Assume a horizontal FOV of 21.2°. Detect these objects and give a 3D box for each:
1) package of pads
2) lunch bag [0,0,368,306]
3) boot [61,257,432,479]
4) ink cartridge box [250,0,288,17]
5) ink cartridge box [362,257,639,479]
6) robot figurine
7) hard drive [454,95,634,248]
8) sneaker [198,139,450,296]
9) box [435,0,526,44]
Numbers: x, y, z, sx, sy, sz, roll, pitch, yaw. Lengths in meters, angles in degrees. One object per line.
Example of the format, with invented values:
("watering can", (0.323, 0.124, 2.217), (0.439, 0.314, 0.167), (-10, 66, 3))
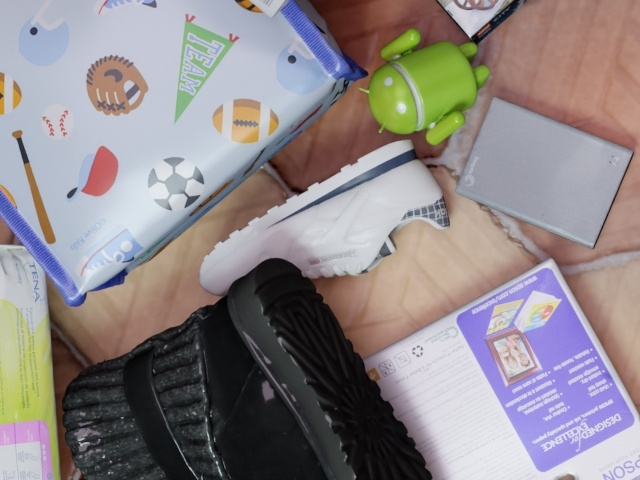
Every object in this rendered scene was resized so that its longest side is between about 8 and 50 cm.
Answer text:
("package of pads", (-0.327, 0.156, 1.535), (0.229, 0.101, 0.296), (-9, 84, 52))
("lunch bag", (-0.200, -0.194, 1.515), (0.328, 0.239, 0.385), (-41, 89, 6))
("boot", (-0.055, 0.214, 1.479), (0.260, 0.131, 0.348), (-35, 74, 27))
("ink cartridge box", (-0.023, -0.346, 1.451), (0.176, 0.371, 0.069), (38, 135, -4))
("ink cartridge box", (0.166, 0.154, 1.515), (0.206, 0.045, 0.208), (-29, 81, 9))
("robot figurine", (0.092, -0.136, 1.524), (0.115, 0.067, 0.101), (-23, 80, -18))
("hard drive", (0.199, -0.061, 1.531), (0.135, 0.022, 0.094), (23, 92, 12))
("sneaker", (0.000, 0.000, 1.542), (0.235, 0.090, 0.095), (-29, 91, 10))
("box", (0.174, -0.312, 1.538), (0.233, 0.044, 0.159), (-41, 80, 7))
